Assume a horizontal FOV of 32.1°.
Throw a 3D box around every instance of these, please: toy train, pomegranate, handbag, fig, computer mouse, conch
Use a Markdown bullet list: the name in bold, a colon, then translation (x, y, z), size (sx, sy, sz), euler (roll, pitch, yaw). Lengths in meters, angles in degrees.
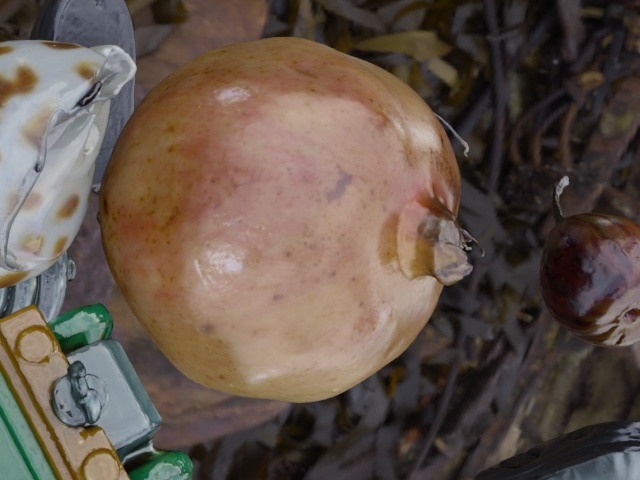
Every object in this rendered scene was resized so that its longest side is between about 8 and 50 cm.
- **toy train**: translation (-0.140, 0.104, 0.486), size (0.136, 0.091, 0.227), euler (-24, 167, -31)
- **pomegranate**: translation (-0.013, -0.019, 0.970), size (0.338, 0.338, 0.338), euler (-22, 123, -40)
- **handbag**: translation (0.322, 0.277, 1.267), size (0.192, 0.332, 0.075), euler (18, 60, -18)
- **fig**: translation (0.314, 0.031, 1.297), size (0.148, 0.202, 0.149), euler (-51, 166, 6)
- **computer mouse**: translation (-0.304, -0.199, 1.395), size (0.138, 0.086, 0.269), euler (-15, 115, -44)
- **conch**: translation (-0.257, -0.050, 0.864), size (0.275, 0.149, 0.183), euler (-62, 173, 15)

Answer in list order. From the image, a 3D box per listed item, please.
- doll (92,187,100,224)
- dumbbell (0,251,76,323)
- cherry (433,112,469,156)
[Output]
- **doll**: translation (-0.330, -0.061, 1.823), size (0.139, 0.057, 0.165), euler (56, 20, -2)
- **dumbbell**: translation (-0.447, 0.033, 1.176), size (0.406, 0.179, 0.179), euler (-1, 108, -41)
- **cherry**: translation (0.060, -0.101, 1.338), size (0.188, 0.115, 0.148), euler (39, 50, -13)
